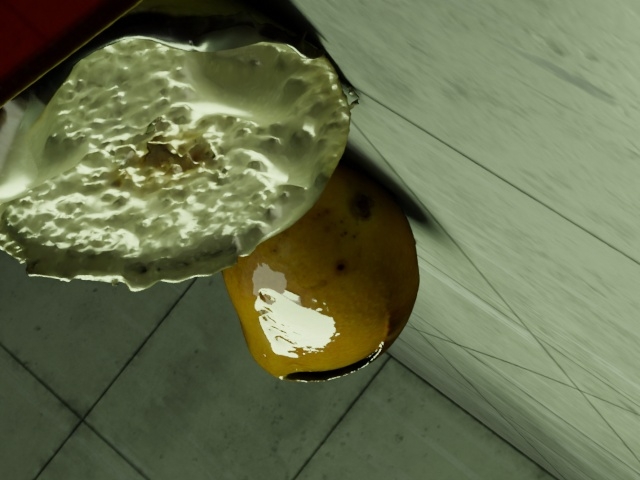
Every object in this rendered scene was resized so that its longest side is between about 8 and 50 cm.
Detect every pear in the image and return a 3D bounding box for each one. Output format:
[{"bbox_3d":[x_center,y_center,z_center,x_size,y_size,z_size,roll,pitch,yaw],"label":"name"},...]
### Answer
[{"bbox_3d":[-0.121,-0.103,1.049,0.267,0.267,0.178,46,-164,-58],"label":"pear"}]

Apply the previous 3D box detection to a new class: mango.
[{"bbox_3d":[-0.005,0.032,1.348,0.166,0.136,0.236,28,146,4],"label":"mango"}]

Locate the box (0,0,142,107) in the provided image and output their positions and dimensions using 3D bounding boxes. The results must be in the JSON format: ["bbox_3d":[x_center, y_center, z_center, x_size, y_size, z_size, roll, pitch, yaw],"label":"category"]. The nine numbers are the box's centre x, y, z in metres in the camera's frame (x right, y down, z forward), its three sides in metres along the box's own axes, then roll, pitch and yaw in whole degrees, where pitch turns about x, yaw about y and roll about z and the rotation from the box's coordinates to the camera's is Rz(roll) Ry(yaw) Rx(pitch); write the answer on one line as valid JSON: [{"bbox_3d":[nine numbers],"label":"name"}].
[{"bbox_3d":[-0.148,-0.120,0.586,0.153,0.240,0.074,41,-159,-46],"label":"box"}]
